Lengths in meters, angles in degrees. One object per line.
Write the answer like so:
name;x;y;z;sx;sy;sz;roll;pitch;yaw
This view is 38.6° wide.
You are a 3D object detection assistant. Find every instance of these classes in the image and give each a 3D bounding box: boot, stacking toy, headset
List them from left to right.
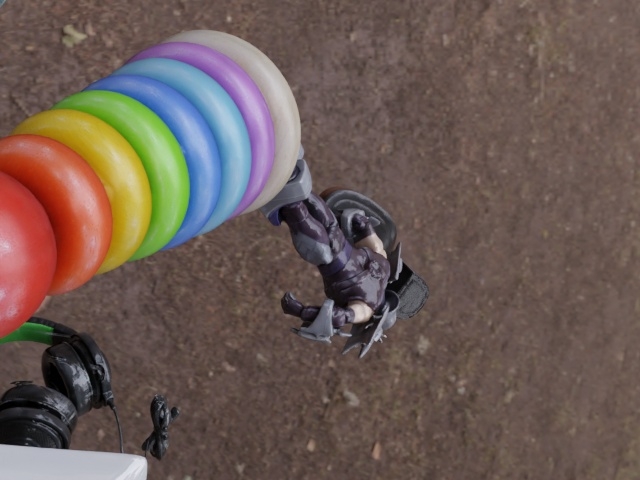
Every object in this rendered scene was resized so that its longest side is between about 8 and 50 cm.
headset;-0.410;0.233;1.430;0.243;0.394;0.185;-53;164;-49
stacking toy;-0.134;-0.032;0.546;0.330;0.141;0.141;-45;129;-60
boot;0.000;-0.038;1.203;0.096;0.280;0.264;-51;140;1

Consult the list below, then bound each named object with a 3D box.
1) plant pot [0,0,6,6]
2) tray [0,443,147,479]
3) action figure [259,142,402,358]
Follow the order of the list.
plant pot;-0.466;-0.443;1.189;0.255;0.271;0.272;-74;148;-58
tray;-0.207;0.266;0.615;0.145;0.030;0.270;8;104;-14
action figure;0.000;0.000;0.935;0.285;0.099;0.185;55;25;-28
